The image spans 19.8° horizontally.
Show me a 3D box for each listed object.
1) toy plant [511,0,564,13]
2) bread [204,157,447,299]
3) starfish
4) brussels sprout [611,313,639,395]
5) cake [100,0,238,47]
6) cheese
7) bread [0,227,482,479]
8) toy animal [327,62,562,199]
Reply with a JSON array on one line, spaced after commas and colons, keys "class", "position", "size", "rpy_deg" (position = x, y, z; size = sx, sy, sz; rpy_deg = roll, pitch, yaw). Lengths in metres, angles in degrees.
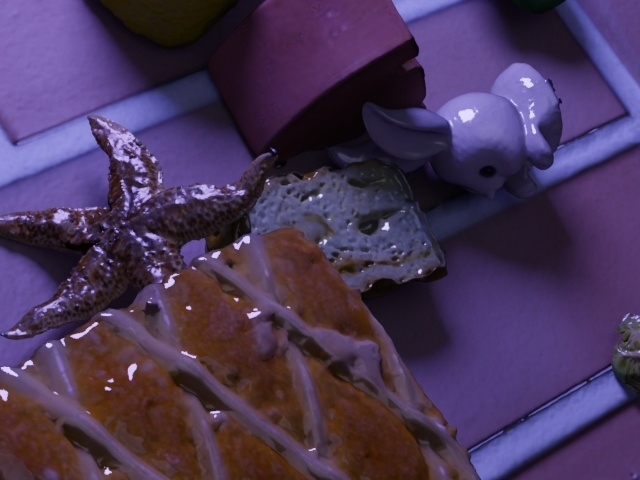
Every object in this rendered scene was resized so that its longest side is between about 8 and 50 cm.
[{"class": "toy plant", "position": [0.187, -0.342, 1.935], "size": [0.155, 0.088, 0.240], "rpy_deg": [8, 49, -34]}, {"class": "bread", "position": [0.000, 0.000, 1.663], "size": [0.232, 0.088, 0.128], "rpy_deg": [-10, 78, -33]}, {"class": "starfish", "position": [-0.165, -0.012, 1.568], "size": [0.277, 0.062, 0.235], "rpy_deg": [-37, 63, -7]}, {"class": "brussels sprout", "position": [0.325, 0.110, 1.766], "size": [0.085, 0.058, 0.085], "rpy_deg": [11, 71, -33]}, {"class": "cake", "position": [-0.113, -0.322, 1.750], "size": [0.179, 0.156, 0.260], "rpy_deg": [42, 53, -6]}, {"class": "cheese", "position": [0.028, -0.179, 1.713], "size": [0.203, 0.177, 0.128], "rpy_deg": [-16, 71, -30]}, {"class": "bread", "position": [-0.091, 0.237, 1.370], "size": [0.371, 0.279, 0.390], "rpy_deg": [-30, 78, -36]}, {"class": "toy animal", "position": [0.128, -0.085, 1.752], "size": [0.221, 0.104, 0.130], "rpy_deg": [-20, 84, -28]}]
